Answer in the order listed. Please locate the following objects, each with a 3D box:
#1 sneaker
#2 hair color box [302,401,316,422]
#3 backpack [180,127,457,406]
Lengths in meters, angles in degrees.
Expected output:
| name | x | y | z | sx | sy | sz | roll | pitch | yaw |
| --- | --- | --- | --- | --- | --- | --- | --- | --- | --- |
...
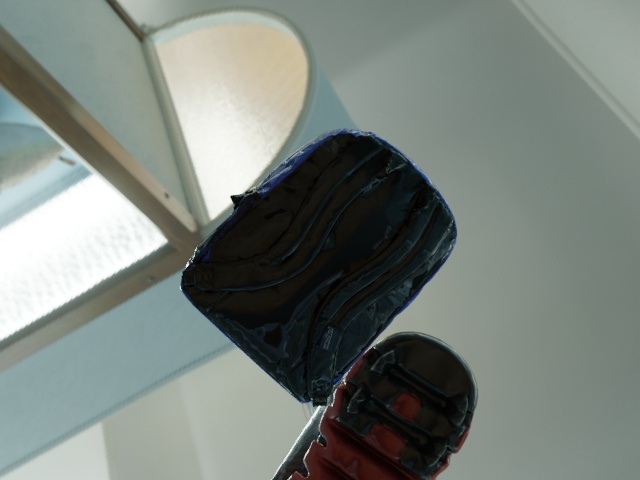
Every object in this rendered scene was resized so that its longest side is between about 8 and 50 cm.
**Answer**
| name | x | y | z | sx | sy | sz | roll | pitch | yaw |
| --- | --- | --- | --- | --- | --- | --- | --- | --- | --- |
| sneaker | 0.011 | 0.183 | 0.554 | 0.098 | 0.135 | 0.276 | 36 | -87 | 6 |
| hair color box | 0.014 | 0.229 | 1.012 | 0.053 | 0.093 | 0.167 | -7 | -159 | -11 |
| backpack | 0.000 | 0.000 | 0.388 | 0.120 | 0.098 | 0.101 | -46 | -167 | 5 |
